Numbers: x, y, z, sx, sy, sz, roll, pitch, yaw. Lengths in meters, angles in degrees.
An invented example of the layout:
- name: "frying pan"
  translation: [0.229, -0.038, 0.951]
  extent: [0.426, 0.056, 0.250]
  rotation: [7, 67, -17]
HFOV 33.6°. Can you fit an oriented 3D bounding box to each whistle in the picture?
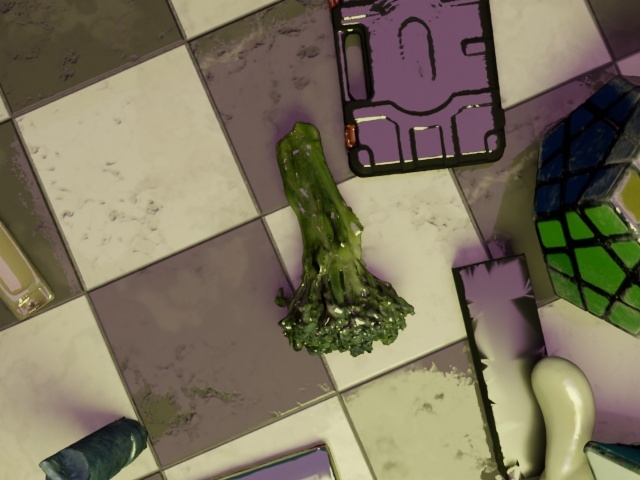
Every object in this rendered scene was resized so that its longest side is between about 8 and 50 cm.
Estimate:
- name: "whistle"
  translation: [-0.259, 0.252, 1.223]
  extent: [0.062, 0.304, 0.062]
  rotation: [0, 88, 2]

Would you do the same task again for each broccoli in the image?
- name: "broccoli"
  translation: [0.005, -0.003, 1.323]
  extent: [0.165, 0.145, 0.304]
  rotation: [-14, 75, -3]

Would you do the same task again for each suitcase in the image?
- name: "suitcase"
  translation: [0.121, -0.230, 1.351]
  extent: [0.206, 0.066, 0.286]
  rotation: [-7, 88, 0]

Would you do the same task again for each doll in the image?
- name: "doll"
  translation: [0.397, 0.337, 1.222]
  extent: [0.365, 0.187, 0.376]
  rotation: [6, 91, -23]

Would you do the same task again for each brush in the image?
- name: "brush"
  translation: [-0.458, -0.042, 1.373]
  extent: [0.060, 0.050, 0.321]
  rotation: [-35, 95, -3]

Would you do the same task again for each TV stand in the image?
- name: "TV stand"
  translation: [0.239, 0.156, 1.326]
  extent: [0.088, 0.083, 0.270]
  rotation: [-13, 89, 0]

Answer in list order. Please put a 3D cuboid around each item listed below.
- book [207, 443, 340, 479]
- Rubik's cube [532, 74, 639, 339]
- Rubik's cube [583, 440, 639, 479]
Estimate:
- name: "book"
  translation: [-0.147, 0.463, 1.345]
  extent: [0.428, 0.039, 0.300]
  rotation: [-18, 87, 1]
- name: "Rubik's cube"
  translation: [0.399, -0.040, 1.236]
  extent: [0.264, 0.319, 0.319]
  rotation: [34, 89, -25]
- name: "Rubik's cube"
  translation: [0.430, 0.321, 1.085]
  extent: [0.228, 0.233, 0.228]
  rotation: [-22, 131, 20]
